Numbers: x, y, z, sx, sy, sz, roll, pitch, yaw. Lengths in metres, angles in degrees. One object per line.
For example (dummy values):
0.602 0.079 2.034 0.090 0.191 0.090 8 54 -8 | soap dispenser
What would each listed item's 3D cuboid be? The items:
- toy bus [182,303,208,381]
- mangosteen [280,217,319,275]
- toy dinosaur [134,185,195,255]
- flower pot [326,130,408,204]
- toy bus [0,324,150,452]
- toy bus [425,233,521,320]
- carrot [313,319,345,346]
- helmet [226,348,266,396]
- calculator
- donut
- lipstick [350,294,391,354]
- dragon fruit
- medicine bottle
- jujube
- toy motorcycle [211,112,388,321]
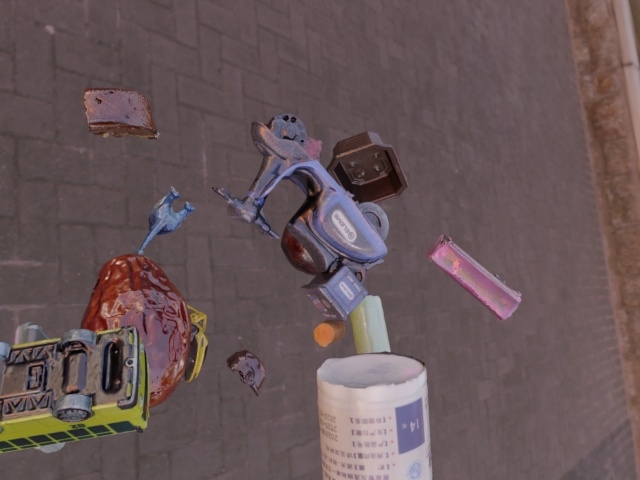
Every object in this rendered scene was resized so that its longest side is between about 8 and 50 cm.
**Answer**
-0.405 0.211 1.559 0.151 0.331 0.145 -21 132 -58 | toy bus
-0.012 0.002 1.903 0.216 0.216 0.216 20 65 -52 | mangosteen
-0.344 -0.056 1.392 0.076 0.144 0.329 42 9 -18 | toy dinosaur
0.120 -0.194 1.629 0.251 0.179 0.084 54 21 -56 | flower pot
-0.372 0.214 0.874 0.150 0.262 0.128 84 -3 -56 | toy bus
0.406 0.095 1.645 0.274 0.090 0.112 40 10 10 | toy bus
0.027 0.235 1.598 0.225 0.067 0.067 22 60 -81 | carrot
-0.180 0.328 1.569 0.123 0.098 0.070 44 73 -2 | helmet
-0.487 0.253 1.073 0.141 0.045 0.246 77 -8 -45 | calculator
-0.502 -0.323 1.563 0.186 0.144 0.126 -10 88 -23 | donut
0.115 0.259 1.277 0.076 0.076 0.304 22 52 -51 | lipstick
-0.083 -0.198 1.424 0.161 0.120 0.127 15 89 -26 | dragon fruit
0.096 0.377 1.061 0.190 0.190 0.332 -13 101 -56 | medicine bottle
-0.331 0.158 1.095 0.197 0.197 0.290 35 27 -46 | jujube
-0.027 -0.045 1.075 0.212 0.125 0.358 -46 105 -22 | toy motorcycle
